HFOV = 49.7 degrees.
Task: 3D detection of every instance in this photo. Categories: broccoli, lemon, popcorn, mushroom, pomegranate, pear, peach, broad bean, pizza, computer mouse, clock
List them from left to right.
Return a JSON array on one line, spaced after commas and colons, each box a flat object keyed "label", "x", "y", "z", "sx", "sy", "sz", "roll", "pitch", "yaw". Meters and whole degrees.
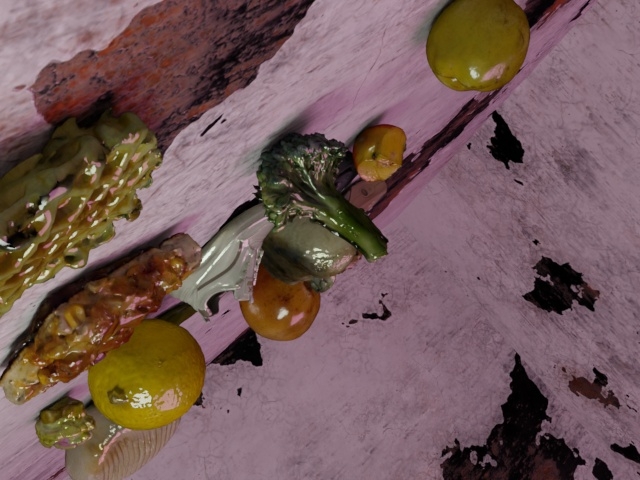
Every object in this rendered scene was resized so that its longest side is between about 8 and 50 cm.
[{"label": "popcorn", "x": -0.626, "y": 0.452, "z": 1.694, "sx": 0.126, "sy": 0.126, "sz": 0.145, "roll": -14, "pitch": -177, "yaw": -44}, {"label": "pizza", "x": -0.370, "y": 0.129, "z": 1.165, "sx": 0.409, "sy": 0.114, "sz": 0.278, "roll": -42, "pitch": 178, "yaw": -14}, {"label": "lemon", "x": -0.384, "y": 0.296, "z": 1.540, "sx": 0.267, "sy": 0.267, "sz": 0.267, "roll": -40, "pitch": 173, "yaw": -6}, {"label": "broad bean", "x": -0.370, "y": 0.197, "z": 1.753, "sx": 0.318, "sy": 0.056, "sz": 0.098, "roll": -41, "pitch": 175, "yaw": -30}, {"label": "pomegranate", "x": -0.127, "y": 0.185, "z": 2.145, "sx": 0.264, "sy": 0.264, "sz": 0.264, "roll": -40, "pitch": 173, "yaw": -6}, {"label": "mushroom", "x": -0.052, "y": 0.025, "z": 1.620, "sx": 0.130, "sy": 0.247, "sz": 0.344, "roll": -28, "pitch": -167, "yaw": -25}, {"label": "broccoli", "x": -0.003, "y": -0.067, "z": 1.218, "sx": 0.198, "sy": 0.275, "sz": 0.177, "roll": -16, "pitch": 158, "yaw": -49}, {"label": "clock", "x": 0.011, "y": -0.138, "z": 1.755, "sx": 0.226, "sy": 0.049, "sz": 0.226, "roll": -39, "pitch": 172, "yaw": -6}, {"label": "computer mouse", "x": 0.113, "y": -0.128, "z": 2.202, "sx": 0.236, "sy": 0.082, "sz": 0.145, "roll": -33, "pitch": 170, "yaw": -37}, {"label": "peach", "x": 0.139, "y": -0.222, "z": 1.663, "sx": 0.151, "sy": 0.118, "sz": 0.151, "roll": -19, "pitch": 146, "yaw": -14}, {"label": "pear", "x": 0.299, "y": -0.374, "z": 1.309, "sx": 0.200, "sy": 0.200, "sz": 0.200, "roll": -40, "pitch": 173, "yaw": -6}]

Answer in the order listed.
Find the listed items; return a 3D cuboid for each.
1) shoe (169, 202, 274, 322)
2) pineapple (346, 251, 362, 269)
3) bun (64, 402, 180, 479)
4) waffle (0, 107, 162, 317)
[{"label": "shoe", "x": -0.181, "y": 0.060, "z": 1.511, "sx": 0.316, "sy": 0.159, "sz": 0.124, "roll": -39, "pitch": 172, "yaw": 10}, {"label": "pineapple", "x": 0.000, "y": 0.000, "z": 2.101, "sx": 0.202, "sy": 0.202, "sz": 0.362, "roll": -39, "pitch": -169, "yaw": -12}, {"label": "bun", "x": -0.610, "y": 0.569, "z": 2.095, "sx": 0.365, "sy": 0.219, "sz": 0.365, "roll": -39, "pitch": 156, "yaw": -21}, {"label": "waffle", "x": -0.304, "y": -0.014, "z": 0.765, "sx": 0.317, "sy": 0.073, "sz": 0.297, "roll": -46, "pitch": -179, "yaw": -22}]
